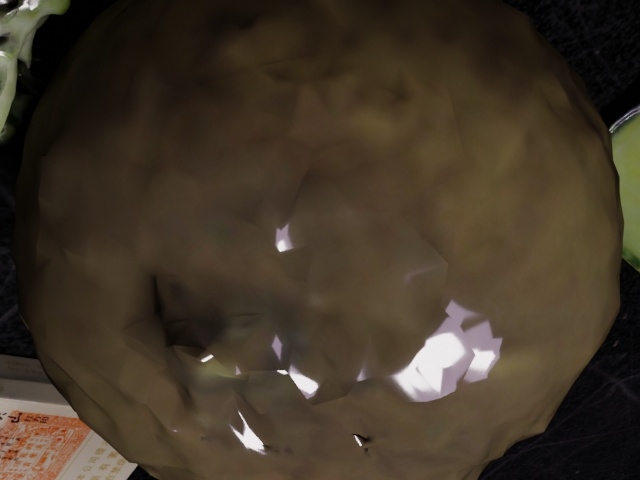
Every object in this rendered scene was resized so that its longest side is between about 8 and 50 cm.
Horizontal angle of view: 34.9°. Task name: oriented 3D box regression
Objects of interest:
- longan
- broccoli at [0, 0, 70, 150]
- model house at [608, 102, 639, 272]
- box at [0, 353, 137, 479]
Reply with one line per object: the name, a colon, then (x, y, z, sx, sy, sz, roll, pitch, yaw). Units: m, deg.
longan: (0.000, 0.000, 0.669, 0.391, 0.391, 0.391, -18, 138, -17)
broccoli: (-0.188, -0.163, 0.582, 0.145, 0.165, 0.304, 38, 92, -19)
model house: (0.374, -0.061, 1.065, 0.194, 0.170, 0.211, -51, 165, 11)
box: (-0.255, 0.177, 0.929, 0.201, 0.058, 0.141, 18, 119, -42)
